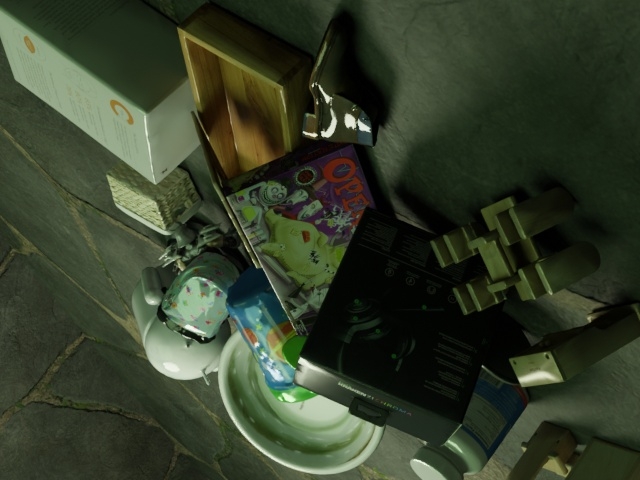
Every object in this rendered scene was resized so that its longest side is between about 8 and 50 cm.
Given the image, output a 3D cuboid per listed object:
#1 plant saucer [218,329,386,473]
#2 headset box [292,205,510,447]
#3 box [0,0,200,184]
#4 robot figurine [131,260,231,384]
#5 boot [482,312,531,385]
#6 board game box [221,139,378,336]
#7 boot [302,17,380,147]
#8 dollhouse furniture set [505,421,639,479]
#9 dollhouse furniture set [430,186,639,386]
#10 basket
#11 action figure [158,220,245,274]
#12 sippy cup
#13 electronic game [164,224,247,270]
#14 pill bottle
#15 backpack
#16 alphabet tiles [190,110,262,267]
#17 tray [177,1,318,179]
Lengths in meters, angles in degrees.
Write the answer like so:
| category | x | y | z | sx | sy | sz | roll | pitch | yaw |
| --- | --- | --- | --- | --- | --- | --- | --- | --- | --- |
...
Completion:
| category | x | y | z | sx | sy | sz | roll | pitch | yaw |
| --- | --- | --- | --- | --- | --- | --- | --- | --- | --- |
| plant saucer | -0.030 | 0.324 | 2.156 | 0.401 | 0.100 | 0.400 | 10 | 116 | 21 |
| headset box | 0.119 | 0.134 | 1.432 | 0.246 | 0.283 | 0.131 | 22 | 154 | 4 |
| box | -0.356 | -0.293 | 1.642 | 0.345 | 0.168 | 0.215 | 36 | 155 | 14 |
| robot figurine | -0.326 | 0.186 | 2.281 | 0.300 | 0.200 | 0.353 | 51 | -176 | -38 |
| boot | 0.237 | 0.173 | 1.651 | 0.263 | 0.091 | 0.229 | 40 | 161 | 18 |
| board game box | 0.000 | 0.000 | 1.569 | 0.056 | 0.208 | 0.346 | 63 | 178 | 47 |
| boot | 0.041 | -0.209 | 1.329 | 0.106 | 0.082 | 0.219 | 17 | 149 | 3 |
| dollhouse furniture set | 0.514 | 0.523 | 1.691 | 0.303 | 0.174 | 0.355 | 12 | 142 | 49 |
| dollhouse furniture set | 0.305 | 0.050 | 1.312 | 0.242 | 0.161 | 0.212 | 65 | 155 | 2 |
| basket | -0.345 | -0.106 | 2.015 | 0.167 | 0.113 | 0.103 | 28 | 149 | 29 |
| action figure | -0.211 | 0.049 | 2.034 | 0.185 | 0.099 | 0.285 | -19 | 131 | 34 |
| sippy cup | -0.056 | 0.149 | 1.853 | 0.306 | 0.240 | 0.224 | -7 | 124 | 53 |
| electronic game | -0.255 | 0.040 | 2.197 | 0.229 | 0.048 | 0.229 | 27 | 155 | 14 |
| pill bottle | 0.254 | 0.325 | 1.691 | 0.124 | 0.221 | 0.124 | 34 | 156 | 18 |
| backpack | -0.233 | 0.114 | 1.953 | 0.152 | 0.115 | 0.182 | 27 | 121 | -14 |
| alphabet tiles | -0.148 | -0.070 | 1.589 | 0.198 | 0.009 | 0.237 | -113 | 0 | -46 |
| tray | -0.099 | -0.174 | 1.571 | 0.203 | 0.076 | 0.411 | 32 | 154 | 22 |
